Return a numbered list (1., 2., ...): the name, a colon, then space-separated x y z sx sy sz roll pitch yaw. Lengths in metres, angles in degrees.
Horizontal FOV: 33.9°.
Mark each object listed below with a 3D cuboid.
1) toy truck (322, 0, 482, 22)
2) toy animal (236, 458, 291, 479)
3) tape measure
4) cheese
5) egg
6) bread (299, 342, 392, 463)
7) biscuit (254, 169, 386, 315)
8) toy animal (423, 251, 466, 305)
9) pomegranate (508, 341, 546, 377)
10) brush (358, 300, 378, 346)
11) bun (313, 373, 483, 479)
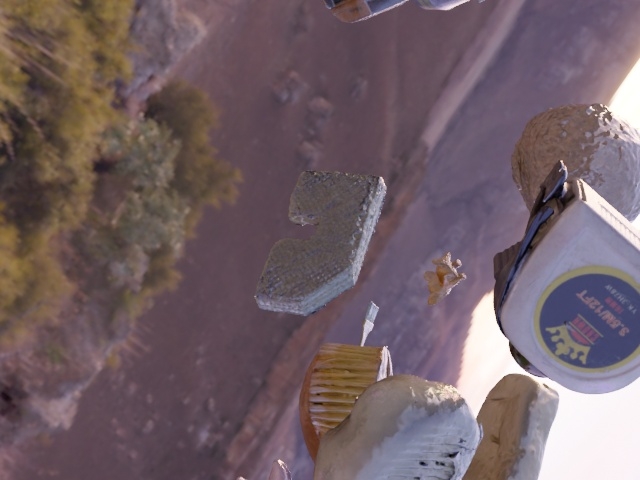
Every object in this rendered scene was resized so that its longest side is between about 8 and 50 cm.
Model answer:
1. toy truck: 0.102 -0.315 1.177 0.108 0.140 0.256 -30 -167 -35
2. toy animal: -0.049 0.414 1.464 0.124 0.213 0.124 -13 167 -3
3. tape measure: 0.324 0.062 1.370 0.231 0.271 0.133 -45 -168 23
4. cheese: 0.353 0.369 1.942 0.159 0.093 0.263 -23 -138 56
5. egg: 0.522 -0.134 2.093 0.279 0.310 0.279 -22 -152 12
6. bread: 0.050 0.323 1.917 0.204 0.156 0.288 -72 157 -44
7. biscuit: 0.000 0.000 1.602 0.046 0.147 0.250 63 41 -54
8. toy animal: 0.198 0.064 1.758 0.081 0.060 0.083 13 138 -41
9. pomegranate: 0.336 0.142 1.568 0.130 0.130 0.130 -54 174 -8
10. brush: 0.092 0.241 2.361 0.083 0.011 0.205 43 64 -72
11. bun: 0.106 0.310 1.552 0.272 0.168 0.273 -24 133 -28
